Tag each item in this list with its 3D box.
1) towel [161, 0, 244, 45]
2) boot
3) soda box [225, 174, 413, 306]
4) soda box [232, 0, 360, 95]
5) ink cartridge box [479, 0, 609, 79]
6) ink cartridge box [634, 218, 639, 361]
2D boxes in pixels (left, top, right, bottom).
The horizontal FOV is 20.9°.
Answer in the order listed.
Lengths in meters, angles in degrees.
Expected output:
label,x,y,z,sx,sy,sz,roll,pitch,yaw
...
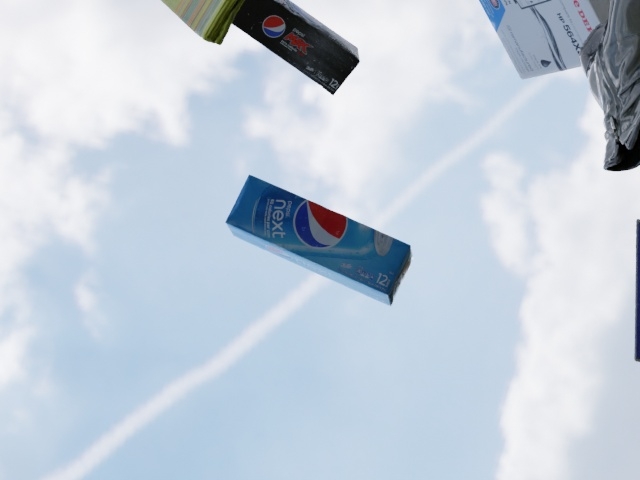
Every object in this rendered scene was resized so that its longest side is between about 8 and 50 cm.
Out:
label,x,y,z,sx,sy,sz,roll,pitch,yaw
towel,-0.119,-0.270,1.691,0.021,0.237,0.102,27,-80,-32
boot,0.344,-0.191,1.818,0.246,0.083,0.161,104,162,-56
soda box,0.000,0.000,2.013,0.071,0.210,0.067,68,-133,-76
soda box,-0.034,-0.256,2.147,0.060,0.169,0.053,-51,17,18
ink cartridge box,0.299,-0.291,2.127,0.086,0.203,0.148,-35,-78,-25
ink cartridge box,0.457,0.098,1.792,0.065,0.332,0.165,133,149,-58
